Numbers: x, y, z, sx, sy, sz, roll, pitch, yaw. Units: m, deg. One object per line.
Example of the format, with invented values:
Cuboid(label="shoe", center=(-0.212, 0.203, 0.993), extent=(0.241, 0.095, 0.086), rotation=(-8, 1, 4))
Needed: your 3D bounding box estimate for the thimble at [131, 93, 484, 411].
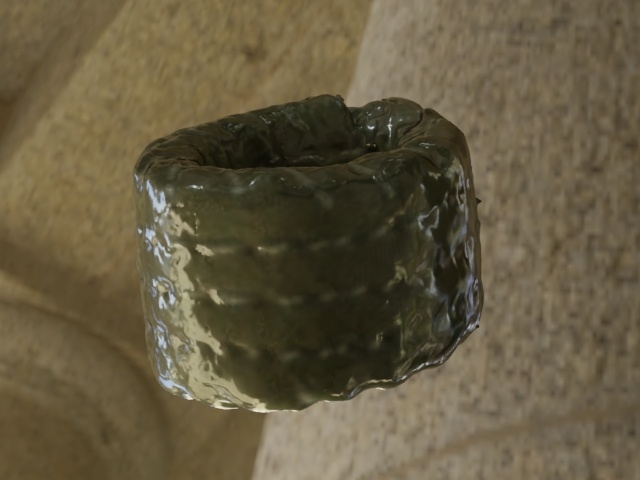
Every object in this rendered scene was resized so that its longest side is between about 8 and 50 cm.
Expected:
Cuboid(label="thimble", center=(0.000, 0.000, 0.510), extent=(0.084, 0.110, 0.062), rotation=(8, -71, 35))
